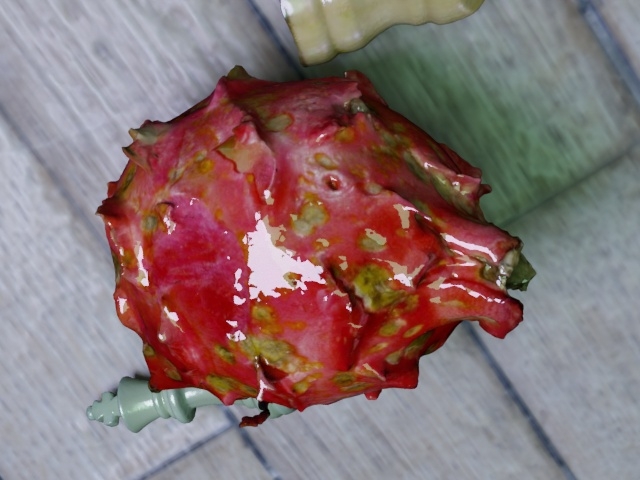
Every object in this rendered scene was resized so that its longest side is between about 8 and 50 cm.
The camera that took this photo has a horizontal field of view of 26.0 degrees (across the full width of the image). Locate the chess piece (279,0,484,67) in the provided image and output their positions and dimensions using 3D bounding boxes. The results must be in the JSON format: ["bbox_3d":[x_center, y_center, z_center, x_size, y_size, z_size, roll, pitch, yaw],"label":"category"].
[{"bbox_3d":[0.073,-0.171,0.820,0.201,0.090,0.090,-16,107,7],"label":"chess piece"}]

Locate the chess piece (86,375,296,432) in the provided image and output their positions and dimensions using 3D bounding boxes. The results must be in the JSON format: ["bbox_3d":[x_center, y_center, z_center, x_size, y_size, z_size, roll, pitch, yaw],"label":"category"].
[{"bbox_3d":[-0.091,0.102,0.942,0.149,0.059,0.059,-12,108,13],"label":"chess piece"}]

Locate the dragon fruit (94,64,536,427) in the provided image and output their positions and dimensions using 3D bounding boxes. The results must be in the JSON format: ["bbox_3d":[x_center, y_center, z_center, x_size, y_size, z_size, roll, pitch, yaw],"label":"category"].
[{"bbox_3d":[0.000,0.000,0.815,0.268,0.210,0.205,5,119,28],"label":"dragon fruit"}]
